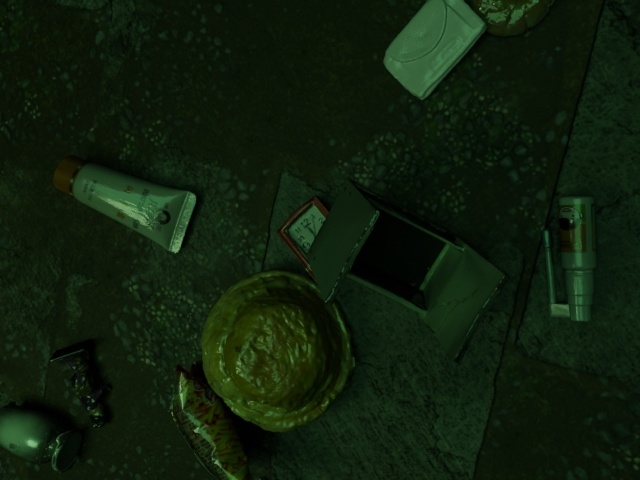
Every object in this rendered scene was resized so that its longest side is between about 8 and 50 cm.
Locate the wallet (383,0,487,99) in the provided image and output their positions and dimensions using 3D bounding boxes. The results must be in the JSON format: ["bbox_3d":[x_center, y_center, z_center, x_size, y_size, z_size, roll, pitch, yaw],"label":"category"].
[{"bbox_3d":[0.206,-0.365,1.133,0.124,0.032,0.183,49,114,11],"label":"wallet"}]

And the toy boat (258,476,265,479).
[{"bbox_3d":[-0.101,0.566,1.306,0.096,0.034,0.122,-48,71,14],"label":"toy boat"}]

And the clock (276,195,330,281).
[{"bbox_3d":[0.000,0.000,1.221,0.113,0.061,0.155,-42,78,13],"label":"clock"}]

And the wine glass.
[{"bbox_3d":[-0.666,0.456,1.424,0.204,0.111,0.111,18,99,14],"label":"wine glass"}]

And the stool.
[{"bbox_3d":[0.131,0.040,1.039,0.243,0.270,0.170,25,100,-14],"label":"stool"}]

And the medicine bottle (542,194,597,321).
[{"bbox_3d":[0.445,0.032,1.090,0.092,0.061,0.221,-1,93,41],"label":"medicine bottle"}]

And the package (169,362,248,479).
[{"bbox_3d":[-0.223,0.383,1.240,0.108,0.223,0.288,-26,82,-13],"label":"package"}]

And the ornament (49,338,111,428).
[{"bbox_3d":[-0.529,0.331,1.401,0.081,0.088,0.203,-25,99,-7],"label":"ornament"}]

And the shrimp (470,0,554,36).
[{"bbox_3d":[0.359,-0.497,1.078,0.145,0.061,0.267,17,99,15],"label":"shrimp"}]

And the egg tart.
[{"bbox_3d":[-0.079,0.210,1.175,0.318,0.128,0.319,1,83,-7],"label":"egg tart"}]

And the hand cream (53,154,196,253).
[{"bbox_3d":[-0.426,-0.086,1.338,0.314,0.089,0.140,20,101,7],"label":"hand cream"}]
